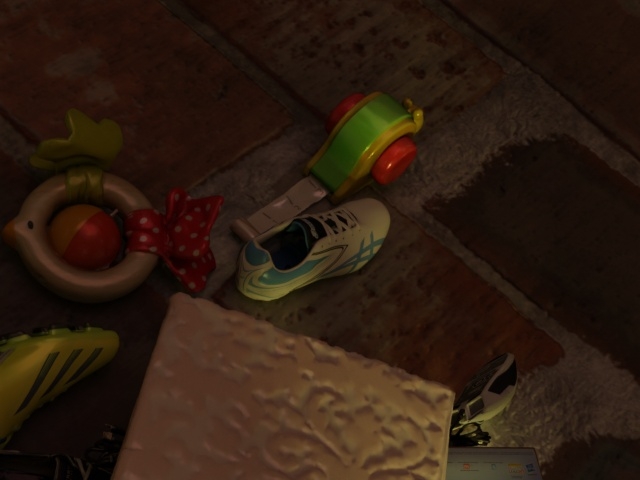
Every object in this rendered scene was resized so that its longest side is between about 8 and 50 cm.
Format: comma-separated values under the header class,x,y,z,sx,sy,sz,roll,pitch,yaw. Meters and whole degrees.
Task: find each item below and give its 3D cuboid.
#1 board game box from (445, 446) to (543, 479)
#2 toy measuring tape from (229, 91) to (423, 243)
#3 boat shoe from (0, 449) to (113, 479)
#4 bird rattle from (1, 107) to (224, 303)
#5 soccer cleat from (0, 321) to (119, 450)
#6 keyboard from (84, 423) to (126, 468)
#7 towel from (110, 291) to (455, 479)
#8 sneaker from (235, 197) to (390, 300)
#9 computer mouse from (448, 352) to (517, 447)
class,x,y,z,sx,sy,sz,roll,pitch,yaw
board game box,0.116,0.284,1.759,0.281,0.027,0.145,4,52,-23
toy measuring tape,0.023,-0.102,2.074,0.121,0.121,0.330,44,50,16
boat shoe,-0.260,0.255,1.695,0.219,0.070,0.078,8,50,-16
bird rattle,-0.245,-0.012,1.919,0.253,0.143,0.207,44,60,-1
soccer cleat,-0.333,0.162,1.750,0.289,0.093,0.121,-17,91,-37
keyboard,-0.142,0.291,1.685,0.317,0.033,0.202,8,81,-23
towel,-0.037,0.229,1.676,0.331,0.053,0.317,20,48,-9
sneaker,0.000,0.000,2.001,0.237,0.086,0.085,-26,64,-37
computer mouse,0.183,0.194,1.919,0.042,0.106,0.193,51,41,-5
